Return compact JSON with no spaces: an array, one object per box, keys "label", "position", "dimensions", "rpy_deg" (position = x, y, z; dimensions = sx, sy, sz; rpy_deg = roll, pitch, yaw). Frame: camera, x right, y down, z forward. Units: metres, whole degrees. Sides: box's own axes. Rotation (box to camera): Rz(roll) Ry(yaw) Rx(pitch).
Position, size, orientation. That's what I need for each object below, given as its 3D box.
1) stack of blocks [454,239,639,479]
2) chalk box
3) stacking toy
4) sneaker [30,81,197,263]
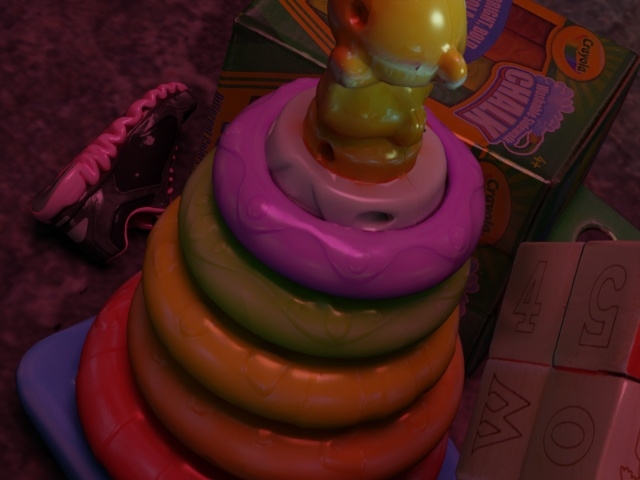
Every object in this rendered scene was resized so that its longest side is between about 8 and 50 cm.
[{"label":"stack of blocks","position":[0.117,0.166,0.606],"dimensions":[0.171,0.087,0.297],"rpy_deg":[20,82,-23]},{"label":"chalk box","position":[0.062,-0.038,0.880],"dimensions":[0.213,0.132,0.132],"rpy_deg":[27,40,9]},{"label":"stacking toy","position":[0.000,0.000,0.712],"dimensions":[0.166,0.302,0.175],"rpy_deg":[-22,57,-33]},{"label":"sneaker","position":[-0.090,-0.031,0.901],"dimensions":[0.057,0.047,0.119],"rpy_deg":[45,47,-6]}]
